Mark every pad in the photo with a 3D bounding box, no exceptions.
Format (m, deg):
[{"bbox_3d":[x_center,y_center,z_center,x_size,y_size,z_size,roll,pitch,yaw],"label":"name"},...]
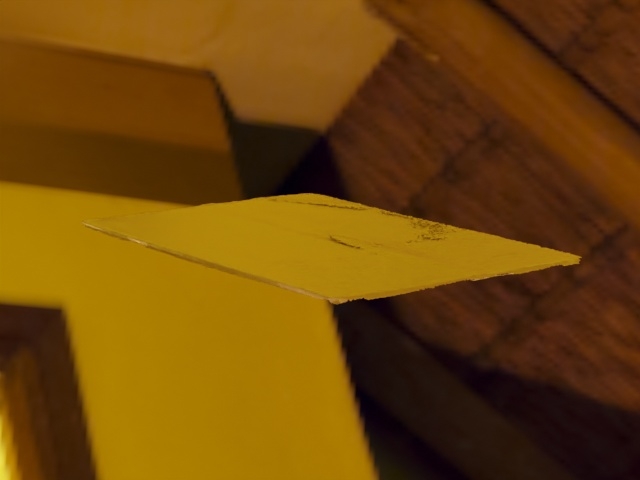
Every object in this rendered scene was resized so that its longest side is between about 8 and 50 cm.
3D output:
[{"bbox_3d":[0.000,0.000,0.934,0.232,0.156,0.004,15,-72,53],"label":"pad"}]
